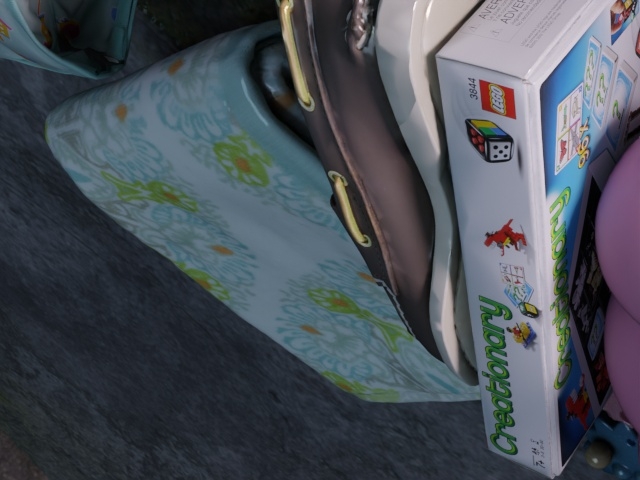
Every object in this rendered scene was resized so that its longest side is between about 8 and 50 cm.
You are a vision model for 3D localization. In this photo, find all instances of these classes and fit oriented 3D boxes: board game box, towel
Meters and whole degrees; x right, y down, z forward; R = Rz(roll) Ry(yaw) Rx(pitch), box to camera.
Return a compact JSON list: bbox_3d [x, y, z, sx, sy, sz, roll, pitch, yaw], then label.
[{"bbox_3d":[0.149,-0.032,0.706,0.053,0.193,0.305,22,144,30],"label":"board game box"},{"bbox_3d":[0.000,0.000,0.952,0.374,0.090,0.320,40,153,-25],"label":"towel"}]

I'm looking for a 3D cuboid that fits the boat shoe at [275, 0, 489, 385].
[{"bbox_3d":[0.054,-0.039,0.702,0.096,0.117,0.324,22,151,30],"label":"boat shoe"}]

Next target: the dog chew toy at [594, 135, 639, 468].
[{"bbox_3d":[0.246,0.060,0.674,0.206,0.207,0.332,9,143,44],"label":"dog chew toy"}]

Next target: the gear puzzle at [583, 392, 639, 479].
[{"bbox_3d":[0.337,0.192,0.922,0.339,0.044,0.175,24,145,29],"label":"gear puzzle"}]

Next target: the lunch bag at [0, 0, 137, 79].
[{"bbox_3d":[-0.249,-0.246,0.932,0.223,0.160,0.262,16,135,36],"label":"lunch bag"}]
